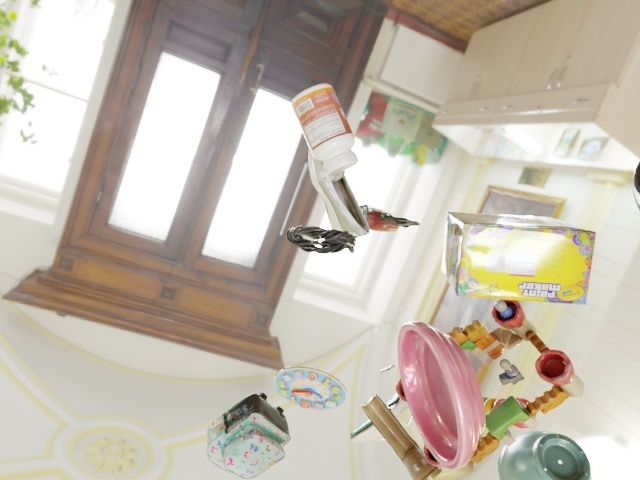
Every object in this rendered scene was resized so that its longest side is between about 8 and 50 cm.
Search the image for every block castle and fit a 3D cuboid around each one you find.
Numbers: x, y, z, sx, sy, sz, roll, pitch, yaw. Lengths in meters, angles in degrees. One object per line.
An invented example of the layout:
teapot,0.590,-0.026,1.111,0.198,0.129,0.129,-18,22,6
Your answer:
block castle,0.446,0.394,1.358,0.213,0.453,0.303,38,-164,-32

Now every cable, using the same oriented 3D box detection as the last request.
cable,0.000,0.000,1.244,0.184,0.047,0.150,8,168,6

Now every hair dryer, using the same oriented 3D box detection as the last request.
hair dryer,0.246,-0.059,1.785,0.224,0.080,0.293,20,-177,10

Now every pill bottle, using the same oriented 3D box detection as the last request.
pill bottle,0.017,-0.286,1.276,0.121,0.216,0.121,-23,179,-1

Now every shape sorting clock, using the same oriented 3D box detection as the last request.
shape sorting clock,-0.029,0.409,1.333,0.206,0.206,0.040,20,-132,-5

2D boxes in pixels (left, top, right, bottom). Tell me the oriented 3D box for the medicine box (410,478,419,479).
medicine box,0.136,0.761,1.178,0.263,0.289,0.149,1,-157,-24

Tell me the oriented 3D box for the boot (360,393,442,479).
boot,0.230,0.595,1.468,0.269,0.089,0.236,51,167,14

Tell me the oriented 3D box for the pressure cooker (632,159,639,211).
pressure cooker,0.740,-0.109,0.765,0.420,0.375,0.370,-11,163,27

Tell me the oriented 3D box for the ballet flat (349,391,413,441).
ballet flat,0.291,0.706,1.942,0.400,0.139,0.139,-29,-139,-36

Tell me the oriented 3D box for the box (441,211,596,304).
box,0.476,0.032,1.231,0.290,0.177,0.279,4,-170,6

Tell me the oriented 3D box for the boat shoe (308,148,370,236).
boat shoe,0.057,-0.155,1.471,0.103,0.320,0.118,-12,-168,34

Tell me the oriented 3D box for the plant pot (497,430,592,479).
plant pot,0.774,0.768,1.633,0.293,0.196,0.293,3,-132,-3

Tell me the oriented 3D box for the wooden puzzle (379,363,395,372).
wooden puzzle,0.271,0.522,1.984,0.049,0.083,0.006,-15,-102,-58

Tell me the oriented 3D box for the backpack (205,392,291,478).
backpack,-0.247,0.660,1.609,0.225,0.253,0.191,49,-166,-31

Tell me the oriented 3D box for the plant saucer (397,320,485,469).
plant saucer,0.278,0.345,1.128,0.084,0.332,0.332,-11,-164,-12

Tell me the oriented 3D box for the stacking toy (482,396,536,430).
stacking toy,0.547,0.566,1.582,0.141,0.141,0.330,15,155,-32
